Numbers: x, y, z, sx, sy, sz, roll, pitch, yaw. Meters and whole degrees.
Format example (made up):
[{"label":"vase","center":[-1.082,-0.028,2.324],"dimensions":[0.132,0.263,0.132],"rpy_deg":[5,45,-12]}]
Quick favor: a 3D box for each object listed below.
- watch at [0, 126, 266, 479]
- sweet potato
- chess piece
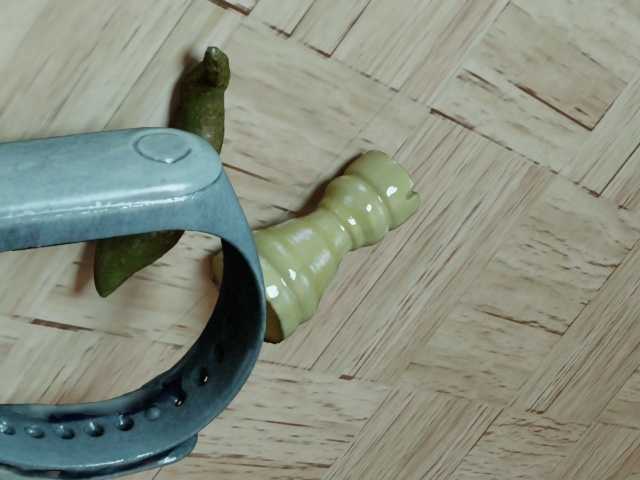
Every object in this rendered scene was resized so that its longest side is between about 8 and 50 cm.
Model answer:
[{"label":"watch","center":[-0.127,0.040,0.748],"dimensions":[0.206,0.068,0.193],"rpy_deg":[-11,129,-24]},{"label":"sweet potato","center":[-0.076,-0.033,0.792],"dimensions":[0.153,0.038,0.041],"rpy_deg":[-61,169,21]},{"label":"chess piece","center":[0.000,0.000,0.904],"dimensions":[0.122,0.066,0.066],"rpy_deg":[-39,149,-22]}]
